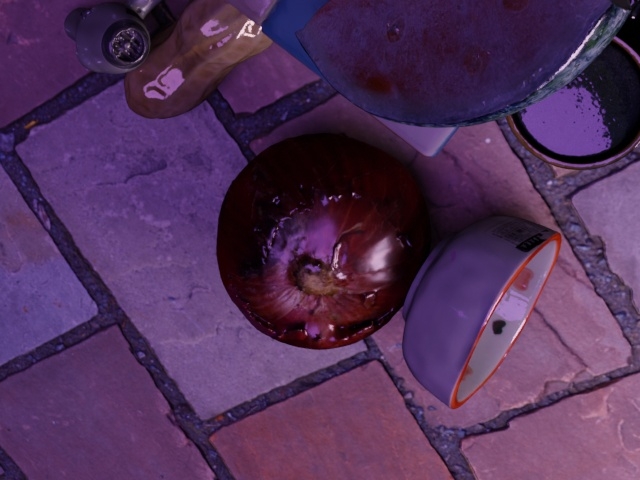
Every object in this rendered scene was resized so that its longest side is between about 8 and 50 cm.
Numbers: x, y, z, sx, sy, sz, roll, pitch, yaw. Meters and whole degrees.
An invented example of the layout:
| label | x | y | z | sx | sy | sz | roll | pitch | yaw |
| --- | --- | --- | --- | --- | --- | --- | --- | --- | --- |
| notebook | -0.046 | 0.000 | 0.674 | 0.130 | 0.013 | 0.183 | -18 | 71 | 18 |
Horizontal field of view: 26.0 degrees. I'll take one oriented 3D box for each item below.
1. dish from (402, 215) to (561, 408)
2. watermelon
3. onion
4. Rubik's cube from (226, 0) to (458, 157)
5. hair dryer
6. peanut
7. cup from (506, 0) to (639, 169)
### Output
| label | x | y | z | sx | sy | sz | roll | pitch | yaw |
| --- | --- | --- | --- | --- | --- | --- | --- | --- | --- |
| dish | 0.184 | 0.072 | 1.715 | 0.117 | 0.256 | 0.256 | 30 | 120 | 18 |
| watermelon | 0.140 | -0.219 | 1.278 | 0.318 | 0.148 | 0.226 | 1 | 97 | 33 |
| onion | 0.000 | 0.000 | 1.734 | 0.276 | 0.276 | 0.276 | 7 | 116 | 16 |
| Rubik's cube | 0.119 | -0.358 | 1.470 | 0.344 | 0.347 | 0.346 | 37 | 120 | -1 |
| hair dryer | -0.234 | -0.315 | 1.758 | 0.092 | 0.267 | 0.229 | 45 | 156 | -28 |
| peanut | -0.145 | -0.243 | 1.736 | 0.274 | 0.125 | 0.111 | -40 | 92 | 28 |
| cup | 0.332 | -0.205 | 1.563 | 0.239 | 0.177 | 0.166 | -34 | 99 | 28 |
